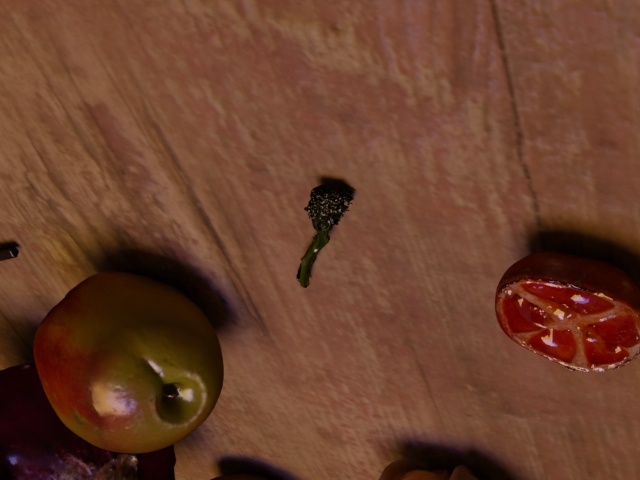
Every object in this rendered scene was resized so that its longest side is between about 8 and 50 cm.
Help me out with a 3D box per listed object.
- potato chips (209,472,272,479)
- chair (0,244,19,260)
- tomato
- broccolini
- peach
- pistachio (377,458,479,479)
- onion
[{"bbox_3d":[-0.084,0.409,2.186,0.195,0.062,0.208,-4,141,48],"label":"potato chips"},{"bbox_3d":[-0.568,0.048,1.864,0.319,0.186,0.160,-5,143,38],"label":"chair"},{"bbox_3d":[0.249,0.060,1.391,0.155,0.069,0.155,16,146,11],"label":"tomato"},{"bbox_3d":[0.001,-0.001,1.524,0.044,0.042,0.218,21,156,4],"label":"broccolini"},{"bbox_3d":[-0.235,0.148,1.741,0.231,0.231,0.231,18,149,11],"label":"peach"},{"bbox_3d":[0.165,0.426,1.882,0.230,0.230,0.309,1,125,35],"label":"pistachio"},{"bbox_3d":[-0.435,0.340,2.086,0.420,0.398,0.398,32,163,48],"label":"onion"}]
